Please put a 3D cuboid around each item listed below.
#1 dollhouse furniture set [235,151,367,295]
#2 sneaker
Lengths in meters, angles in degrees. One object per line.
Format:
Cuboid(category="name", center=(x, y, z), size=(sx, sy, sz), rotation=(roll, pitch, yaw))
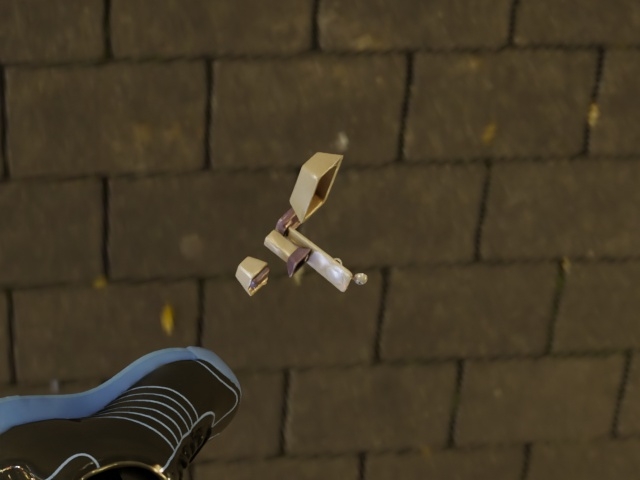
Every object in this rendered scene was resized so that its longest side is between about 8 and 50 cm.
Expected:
Cuboid(category="dollhouse furniture set", center=(0.000, 0.000, 1.338), size=(0.091, 0.081, 0.114), rotation=(-44, 167, -33))
Cuboid(category="sneaker", center=(-0.108, 0.126, 0.999), size=(0.232, 0.090, 0.081), rotation=(-14, 137, -54))
